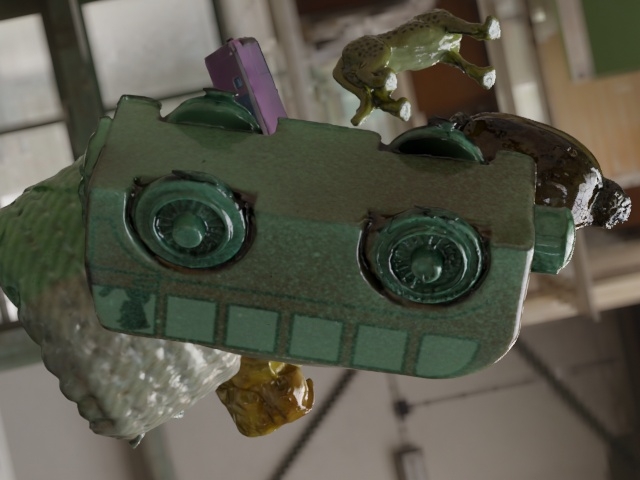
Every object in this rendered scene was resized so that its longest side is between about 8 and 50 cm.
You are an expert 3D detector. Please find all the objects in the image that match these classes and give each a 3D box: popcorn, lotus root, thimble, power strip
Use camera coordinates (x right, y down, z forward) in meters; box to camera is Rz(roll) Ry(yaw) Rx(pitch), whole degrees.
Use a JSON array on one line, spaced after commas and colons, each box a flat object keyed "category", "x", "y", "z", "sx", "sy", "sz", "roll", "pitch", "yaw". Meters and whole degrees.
[{"category": "popcorn", "x": -0.082, "y": 0.056, "z": 1.973, "sx": 0.225, "sy": 0.332, "sz": 0.265, "roll": -18, "pitch": 163, "yaw": 16}, {"category": "lotus root", "x": 0.205, "y": -0.061, "z": 1.732, "sx": 0.209, "sy": 0.120, "sz": 0.120, "roll": 23, "pitch": -174, "yaw": 2}, {"category": "thimble", "x": -0.155, "y": 0.043, "z": 1.364, "sx": 0.150, "sy": 0.219, "sz": 0.219, "roll": -32, "pitch": -173, "yaw": -7}, {"category": "power strip", "x": -0.067, "y": -0.117, "z": 2.140, "sx": 0.037, "sy": 0.279, "sz": 0.109, "roll": -21, "pitch": -179, "yaw": -25}]

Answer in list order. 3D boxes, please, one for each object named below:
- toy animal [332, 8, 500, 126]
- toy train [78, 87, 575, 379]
[{"category": "toy animal", "x": 0.074, "y": -0.169, "z": 1.664, "sx": 0.181, "sy": 0.073, "sz": 0.136, "roll": -28, "pitch": -147, "yaw": -21}, {"category": "toy train", "x": 0.000, "y": 0.000, "z": 1.161, "sx": 0.326, "sy": 0.159, "sz": 0.129, "roll": 8, "pitch": -141, "yaw": 1}]
